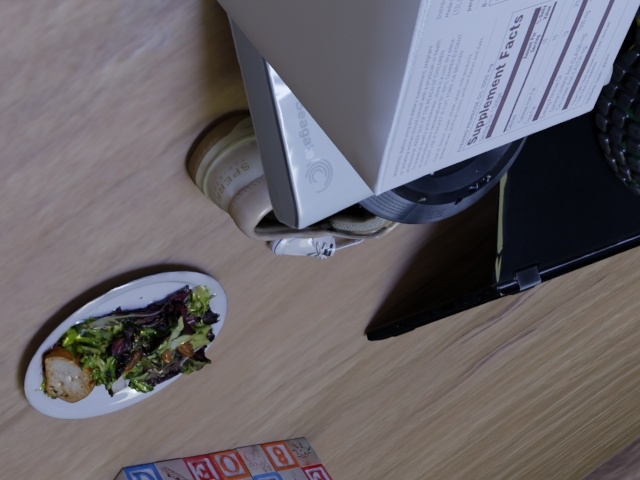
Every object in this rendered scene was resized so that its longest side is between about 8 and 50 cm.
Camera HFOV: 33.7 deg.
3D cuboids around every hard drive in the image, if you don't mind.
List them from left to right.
[{"bbox_3d":[0.083,-0.158,0.749,0.307,0.040,0.203,-26,120,-26],"label":"hard drive"}]

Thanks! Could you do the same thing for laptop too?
[{"bbox_3d":[0.264,-0.084,1.172,0.381,0.236,0.408,-16,173,-31],"label":"laptop"}]

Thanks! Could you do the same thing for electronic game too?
[{"bbox_3d":[0.090,-0.124,0.823,0.229,0.048,0.229,-13,114,-32],"label":"electronic game"}]

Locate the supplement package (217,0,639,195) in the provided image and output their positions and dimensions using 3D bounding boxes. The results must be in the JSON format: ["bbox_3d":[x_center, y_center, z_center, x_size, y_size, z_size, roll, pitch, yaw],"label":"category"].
[{"bbox_3d":[0.029,-0.195,0.516,0.145,0.262,0.204,-21,147,-25],"label":"supplement package"}]

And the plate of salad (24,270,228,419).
[{"bbox_3d":[-0.167,0.104,0.950,0.199,0.048,0.200,-26,148,-18],"label":"plate of salad"}]

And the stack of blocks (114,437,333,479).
[{"bbox_3d":[-0.096,0.340,1.235,0.297,0.171,0.087,2,132,-47],"label":"stack of blocks"}]

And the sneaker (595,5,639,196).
[{"bbox_3d":[0.353,-0.175,0.957,0.146,0.134,0.344,-26,131,-33],"label":"sneaker"}]

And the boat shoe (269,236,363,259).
[{"bbox_3d":[0.000,0.000,0.992,0.100,0.035,0.035,-13,143,-35],"label":"boat shoe"}]

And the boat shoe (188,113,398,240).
[{"bbox_3d":[0.031,-0.043,0.899,0.302,0.098,0.109,-1,135,-46],"label":"boat shoe"}]
